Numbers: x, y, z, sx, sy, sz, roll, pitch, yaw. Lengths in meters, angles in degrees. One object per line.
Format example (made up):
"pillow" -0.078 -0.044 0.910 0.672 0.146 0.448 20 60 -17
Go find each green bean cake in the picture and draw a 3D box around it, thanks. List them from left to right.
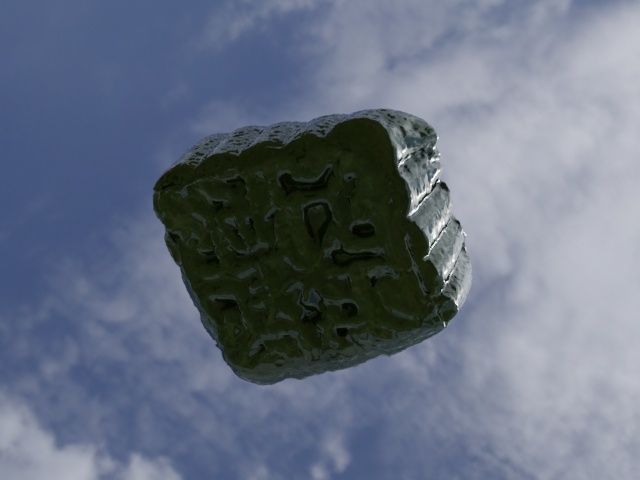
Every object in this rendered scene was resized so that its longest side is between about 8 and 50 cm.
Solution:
"green bean cake" 0.000 0.000 1.145 0.248 0.222 0.125 -15 -162 22
